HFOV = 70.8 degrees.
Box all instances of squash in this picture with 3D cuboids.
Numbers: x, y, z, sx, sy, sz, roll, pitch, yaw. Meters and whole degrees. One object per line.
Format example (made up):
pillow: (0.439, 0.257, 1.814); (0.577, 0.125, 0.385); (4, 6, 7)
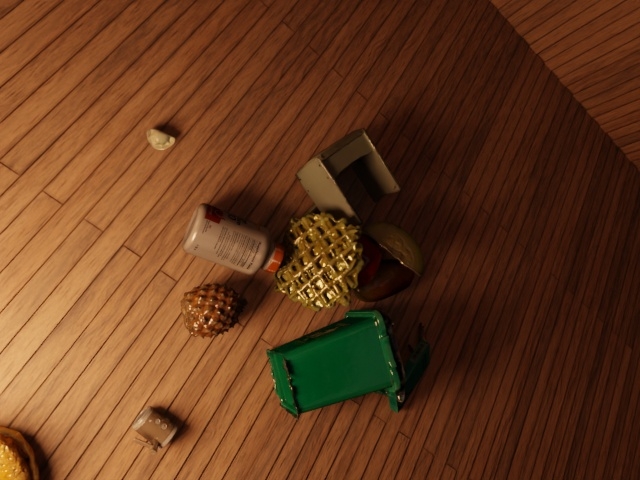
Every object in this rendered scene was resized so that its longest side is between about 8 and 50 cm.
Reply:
squash: (0.249, 0.035, 1.581); (0.237, 0.155, 0.204); (42, 44, 4)

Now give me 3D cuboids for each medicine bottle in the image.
medicine bottle: (-0.256, 0.008, 1.368); (0.288, 0.157, 0.157); (22, 71, -22)

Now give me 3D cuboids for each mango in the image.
mango: (0.222, 0.141, 1.615); (0.267, 0.111, 0.133); (-17, 105, -30)

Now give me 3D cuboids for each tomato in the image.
tomato: (0.110, 0.061, 1.514); (0.195, 0.195, 0.136); (-63, 146, -22)

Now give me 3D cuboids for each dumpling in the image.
dumpling: (-0.490, -0.307, 1.374); (0.077, 0.043, 0.060); (14, 91, -40)

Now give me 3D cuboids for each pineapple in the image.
pineapple: (-0.302, 0.200, 1.313); (0.192, 0.166, 0.167); (-11, 86, -28)

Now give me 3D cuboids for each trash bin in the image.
trash bin: (0.050, 0.398, 1.413); (0.380, 0.259, 0.296); (-14, 87, -22)

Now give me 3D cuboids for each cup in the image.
cup: (-0.456, 0.514, 1.213); (0.099, 0.074, 0.102); (44, 44, -11)

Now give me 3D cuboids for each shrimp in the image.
shrimp: (0.368, 0.374, 1.696); (0.090, 0.025, 0.127); (3, 82, -25)

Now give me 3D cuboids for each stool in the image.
stool: (0.098, -0.208, 1.573); (0.243, 0.170, 0.270); (-38, 98, -32)

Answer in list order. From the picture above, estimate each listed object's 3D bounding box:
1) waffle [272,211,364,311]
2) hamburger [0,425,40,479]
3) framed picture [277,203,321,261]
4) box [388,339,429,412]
waffle: (-0.008, 0.064, 1.431); (0.297, 0.073, 0.318); (11, 89, 20)
hamburger: (-0.783, 0.571, 0.984); (0.289, 0.170, 0.315); (-6, 84, -25)
framed picture: (0.000, 0.000, 1.582); (0.216, 0.016, 0.273); (47, 64, -12)
box: (0.314, 0.479, 1.587); (0.226, 0.042, 0.161); (-48, 145, -25)
